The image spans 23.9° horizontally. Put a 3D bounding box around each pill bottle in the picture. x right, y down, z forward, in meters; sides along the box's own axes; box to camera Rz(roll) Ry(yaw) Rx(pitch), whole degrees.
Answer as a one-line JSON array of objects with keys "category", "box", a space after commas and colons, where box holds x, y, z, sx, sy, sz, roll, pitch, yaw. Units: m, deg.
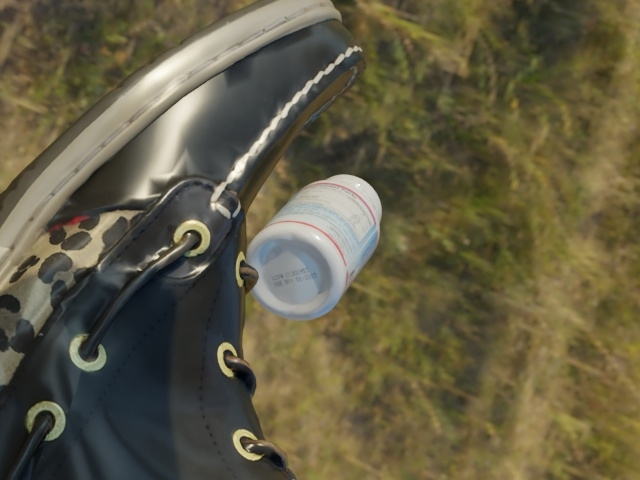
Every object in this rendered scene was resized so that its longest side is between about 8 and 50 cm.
[{"category": "pill bottle", "box": [0.000, 0.000, 1.293, 0.160, 0.087, 0.087, -50, 151, -62]}]

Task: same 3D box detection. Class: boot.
[{"category": "boot", "box": [-0.039, 0.089, 0.655, 0.377, 0.284, 0.138, -46, 177, -29]}]
